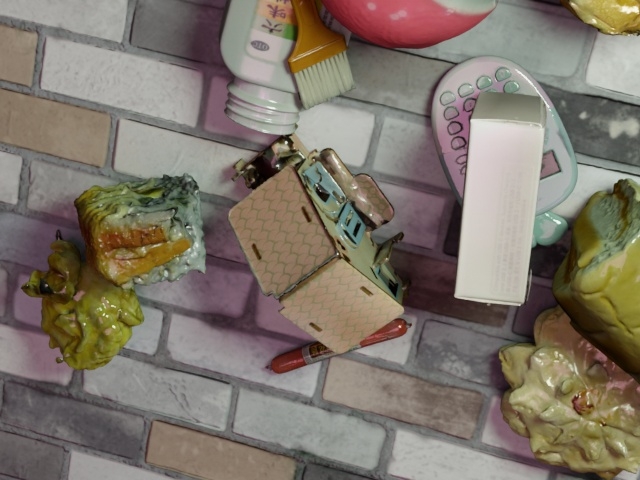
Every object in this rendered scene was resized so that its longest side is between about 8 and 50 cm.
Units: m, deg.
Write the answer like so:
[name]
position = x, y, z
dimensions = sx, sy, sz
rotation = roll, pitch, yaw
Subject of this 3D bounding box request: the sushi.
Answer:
[sushi]
position = -0.259, -0.015, 1.720
dimensions = 0.184, 0.274, 0.139
rotation = -12, 111, -12

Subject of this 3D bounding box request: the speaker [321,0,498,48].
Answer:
[speaker]
position = 0.119, -0.386, 1.505
dimensions = 0.294, 0.294, 0.294
rotation = 3, 109, 9

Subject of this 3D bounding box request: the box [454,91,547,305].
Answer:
[box]
position = 0.248, -0.061, 1.593
dimensions = 0.106, 0.203, 0.252
rotation = 7, 109, 10

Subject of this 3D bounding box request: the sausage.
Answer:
[sausage]
position = 0.027, 0.167, 1.847
dimensions = 0.253, 0.034, 0.034
rotation = -20, 104, 16

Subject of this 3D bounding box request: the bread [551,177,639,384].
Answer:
[bread]
position = 0.477, 0.096, 1.608
dimensions = 0.341, 0.300, 0.210
rotation = 39, 112, -9

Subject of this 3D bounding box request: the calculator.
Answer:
[calculator]
position = 0.270, -0.125, 1.701
dimensions = 0.185, 0.041, 0.299
rotation = -24, 101, 17

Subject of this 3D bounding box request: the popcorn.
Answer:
[popcorn]
position = -0.383, 0.102, 1.845
dimensions = 0.195, 0.173, 0.168
rotation = 42, 132, -15

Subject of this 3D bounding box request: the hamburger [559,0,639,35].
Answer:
[hamburger]
position = 0.411, -0.396, 1.524
dimensions = 0.244, 0.163, 0.244
rotation = 1, 113, 3

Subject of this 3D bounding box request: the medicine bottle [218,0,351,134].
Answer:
[medicine bottle]
position = -0.044, -0.316, 1.645
dimensions = 0.179, 0.124, 0.324
rotation = 13, 113, -14

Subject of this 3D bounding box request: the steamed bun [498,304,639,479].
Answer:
[steamed bun]
position = 0.416, 0.243, 1.752
dimensions = 0.292, 0.137, 0.295
rotation = -7, 105, 9

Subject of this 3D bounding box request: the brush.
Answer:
[brush]
position = -0.023, -0.321, 1.561
dimensions = 0.090, 0.017, 0.314
rotation = -27, 127, -14

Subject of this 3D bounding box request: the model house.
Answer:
[model house]
position = 0.000, 0.000, 1.686
dimensions = 0.169, 0.244, 0.326
rotation = -33, 99, 21
